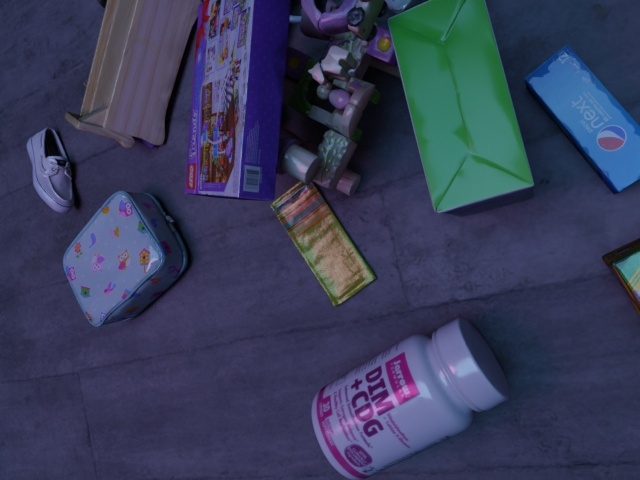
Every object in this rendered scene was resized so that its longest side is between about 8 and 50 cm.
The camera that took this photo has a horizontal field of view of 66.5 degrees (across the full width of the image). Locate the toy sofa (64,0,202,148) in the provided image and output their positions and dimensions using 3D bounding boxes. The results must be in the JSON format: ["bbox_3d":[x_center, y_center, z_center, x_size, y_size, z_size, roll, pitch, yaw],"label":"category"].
[{"bbox_3d":[-0.403,-0.390,1.044,0.150,0.177,0.363,30,105,47],"label":"toy sofa"}]

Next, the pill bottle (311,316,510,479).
[{"bbox_3d":[0.138,0.249,0.775,0.283,0.160,0.160,-37,76,21],"label":"pill bottle"}]

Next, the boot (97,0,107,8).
[{"bbox_3d":[-0.483,-0.651,1.100,0.208,0.076,0.190,44,94,11],"label":"boot"}]

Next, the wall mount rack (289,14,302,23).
[{"bbox_3d":[-0.150,-0.503,0.817,0.304,0.130,0.350,-37,76,-17],"label":"wall mount rack"}]

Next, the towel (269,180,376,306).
[{"bbox_3d":[0.000,0.000,0.912,0.102,0.021,0.237,-39,76,22],"label":"towel"}]

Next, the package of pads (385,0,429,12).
[{"bbox_3d":[0.102,-0.469,0.725,0.297,0.229,0.101,51,136,12],"label":"package of pads"}]

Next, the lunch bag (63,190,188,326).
[{"bbox_3d":[-0.429,0.033,1.069,0.279,0.107,0.224,-40,72,20],"label":"lunch bag"}]

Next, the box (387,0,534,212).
[{"bbox_3d":[0.207,-0.174,0.695,0.126,0.231,0.262,-15,84,24],"label":"box"}]

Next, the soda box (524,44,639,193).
[{"bbox_3d":[0.388,-0.171,0.699,0.071,0.067,0.210,-38,75,21],"label":"soda box"}]

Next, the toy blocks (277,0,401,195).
[{"bbox_3d":[-0.040,-0.251,0.766,0.260,0.309,0.289,30,103,17],"label":"toy blocks"}]

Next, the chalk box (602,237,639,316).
[{"bbox_3d":[0.501,0.028,0.615,0.213,0.132,0.132,-33,77,21],"label":"chalk box"}]

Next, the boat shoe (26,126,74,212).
[{"bbox_3d":[-0.649,-0.176,1.181,0.075,0.083,0.226,-37,75,22],"label":"boat shoe"}]

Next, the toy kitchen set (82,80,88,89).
[{"bbox_3d":[-0.502,-0.355,1.143,0.083,0.075,0.068,20,144,55],"label":"toy kitchen set"}]

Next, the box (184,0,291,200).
[{"bbox_3d":[-0.122,-0.206,0.688,0.200,0.057,0.294,11,97,55],"label":"box"}]
